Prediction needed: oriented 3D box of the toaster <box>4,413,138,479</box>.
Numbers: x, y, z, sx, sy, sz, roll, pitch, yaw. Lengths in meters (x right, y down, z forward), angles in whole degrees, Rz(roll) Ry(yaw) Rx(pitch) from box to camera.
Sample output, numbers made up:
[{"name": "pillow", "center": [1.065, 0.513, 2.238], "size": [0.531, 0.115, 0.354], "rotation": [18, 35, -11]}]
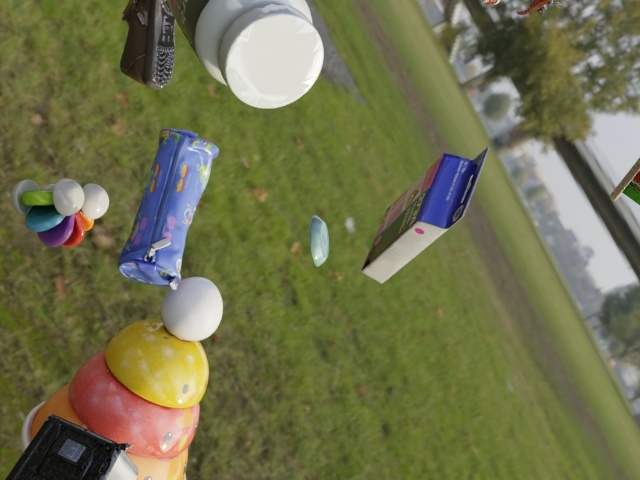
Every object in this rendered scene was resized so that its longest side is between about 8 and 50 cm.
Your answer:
[{"name": "toaster", "center": [-0.410, 0.400, 1.543], "size": [0.168, 0.186, 0.110], "rotation": [-61, 152, -27]}]

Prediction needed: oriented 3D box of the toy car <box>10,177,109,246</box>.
[{"name": "toy car", "center": [-0.535, -0.054, 1.901], "size": [0.182, 0.159, 0.136], "rotation": [10, 81, -66]}]

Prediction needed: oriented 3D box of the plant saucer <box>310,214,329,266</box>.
[{"name": "plant saucer", "center": [0.000, 0.000, 2.125], "size": [0.119, 0.021, 0.119], "rotation": [-4, 90, -76]}]

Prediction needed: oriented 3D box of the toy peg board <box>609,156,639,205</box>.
[{"name": "toy peg board", "center": [0.659, -0.136, 1.825], "size": [0.079, 0.160, 0.161], "rotation": [39, 24, 13]}]

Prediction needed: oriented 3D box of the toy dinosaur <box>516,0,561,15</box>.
[{"name": "toy dinosaur", "center": [0.443, -0.464, 1.813], "size": [0.047, 0.090, 0.082], "rotation": [54, -12, -5]}]

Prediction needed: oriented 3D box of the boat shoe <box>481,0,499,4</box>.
[{"name": "boat shoe", "center": [0.348, -0.552, 1.893], "size": [0.043, 0.049, 0.136], "rotation": [-5, 103, -39]}]

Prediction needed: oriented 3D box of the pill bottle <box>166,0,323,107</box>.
[{"name": "pill bottle", "center": [-0.105, -0.302, 1.258], "size": [0.162, 0.162, 0.278], "rotation": [51, 5, -42]}]

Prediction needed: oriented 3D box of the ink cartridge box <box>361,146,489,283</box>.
[{"name": "ink cartridge box", "center": [0.204, -0.054, 1.872], "size": [0.069, 0.371, 0.175], "rotation": [30, 61, -10]}]

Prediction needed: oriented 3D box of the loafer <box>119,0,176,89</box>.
[{"name": "loafer", "center": [-0.405, -0.539, 2.151], "size": [0.134, 0.130, 0.365], "rotation": [1, 98, -75]}]

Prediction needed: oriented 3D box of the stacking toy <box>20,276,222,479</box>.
[{"name": "stacking toy", "center": [-0.336, 0.274, 1.803], "size": [0.351, 0.479, 0.350], "rotation": [27, 19, -10]}]

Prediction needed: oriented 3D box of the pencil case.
[{"name": "pencil case", "center": [-0.283, -0.062, 1.734], "size": [0.133, 0.120, 0.306], "rotation": [124, -19, -71]}]
